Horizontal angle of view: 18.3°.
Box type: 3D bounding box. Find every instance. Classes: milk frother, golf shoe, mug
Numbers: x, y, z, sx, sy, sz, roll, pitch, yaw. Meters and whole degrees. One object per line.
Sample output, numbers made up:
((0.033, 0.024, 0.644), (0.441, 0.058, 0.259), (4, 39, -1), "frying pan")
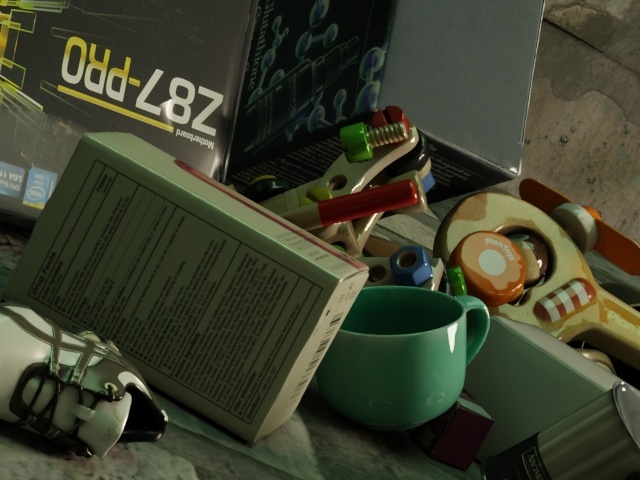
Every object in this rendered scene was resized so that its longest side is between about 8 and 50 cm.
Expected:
((0.229, 0.201, 1.626), (0.129, 0.134, 0.143), (63, 23, 13), "milk frother")
((-0.169, 0.092, 1.263), (0.094, 0.077, 0.198), (34, 12, 30), "golf shoe")
((0.074, 0.104, 1.712), (0.157, 0.097, 0.129), (-2, 18, -3), "mug")

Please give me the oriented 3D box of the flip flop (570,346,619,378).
((0.255, 0.165, 2.084), (0.112, 0.080, 0.277), (3, -19, 26), "flip flop")

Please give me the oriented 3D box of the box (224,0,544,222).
((0.053, -0.201, 2.321), (0.212, 0.294, 0.395), (23, -23, -30), "box")

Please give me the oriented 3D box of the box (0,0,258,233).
((-0.238, -0.168, 1.733), (0.097, 0.318, 0.395), (3, -12, 45), "box")

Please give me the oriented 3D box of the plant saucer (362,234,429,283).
((0.137, 0.064, 2.408), (0.278, 0.041, 0.278), (28, 10, -5), "plant saucer")

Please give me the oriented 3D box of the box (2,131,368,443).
((-0.102, 0.032, 1.550), (0.232, 0.149, 0.127), (30, 9, 9), "box")

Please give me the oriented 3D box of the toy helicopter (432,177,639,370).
((0.292, 0.061, 2.212), (0.355, 0.140, 0.235), (30, 54, -2), "toy helicopter")

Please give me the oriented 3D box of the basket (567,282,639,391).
((0.374, 0.134, 2.392), (0.204, 0.154, 0.227), (30, 5, -12), "basket")

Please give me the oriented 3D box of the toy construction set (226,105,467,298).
((0.000, 0.000, 1.946), (0.237, 0.257, 0.309), (-14, -16, 8), "toy construction set")

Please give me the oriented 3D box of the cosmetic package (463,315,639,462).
((0.233, 0.180, 1.795), (0.238, 0.127, 0.107), (36, 13, 34), "cosmetic package")

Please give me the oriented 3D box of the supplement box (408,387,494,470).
((0.111, 0.159, 1.768), (0.043, 0.055, 0.083), (24, 11, -26), "supplement box")
